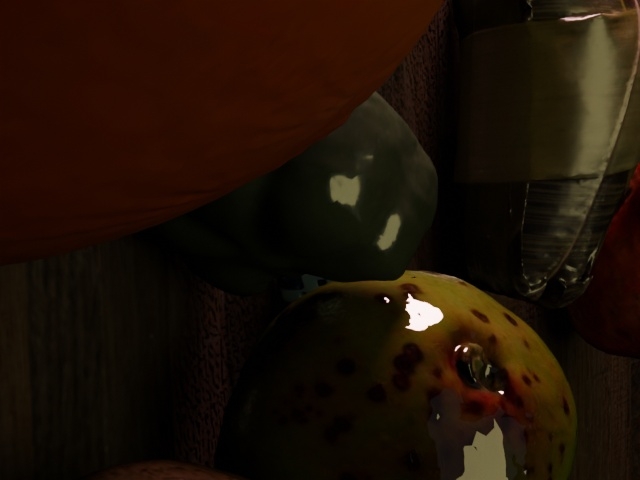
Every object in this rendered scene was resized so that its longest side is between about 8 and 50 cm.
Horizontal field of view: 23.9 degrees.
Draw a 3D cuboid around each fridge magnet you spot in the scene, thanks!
[{"bbox_3d":[-0.113,-0.098,0.628,0.364,0.364,0.155,14,48,-57],"label":"fridge magnet"}]

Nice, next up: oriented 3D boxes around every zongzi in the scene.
[{"bbox_3d":[0.257,-0.093,1.289,0.318,0.154,0.289,-1,96,-30],"label":"zongzi"}]

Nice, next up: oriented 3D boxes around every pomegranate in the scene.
[{"bbox_3d":[0.031,0.159,0.961,0.231,0.231,0.285,-12,132,-57],"label":"pomegranate"}]

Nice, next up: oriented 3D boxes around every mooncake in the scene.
[{"bbox_3d":[-0.020,-0.026,0.908,0.168,0.175,0.104,20,62,-12],"label":"mooncake"}]

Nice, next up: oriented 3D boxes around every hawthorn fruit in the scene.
[{"bbox_3d":[0.301,-0.009,1.405,0.243,0.207,0.207,53,48,-37],"label":"hawthorn fruit"}]

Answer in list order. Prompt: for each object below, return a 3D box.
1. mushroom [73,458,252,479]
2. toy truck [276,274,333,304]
[{"bbox_3d":[-0.090,0.286,0.773,0.345,0.239,0.345,24,51,-34],"label":"mushroom"},{"bbox_3d":[0.000,0.000,1.046,0.074,0.063,0.136,-74,155,-65],"label":"toy truck"}]
